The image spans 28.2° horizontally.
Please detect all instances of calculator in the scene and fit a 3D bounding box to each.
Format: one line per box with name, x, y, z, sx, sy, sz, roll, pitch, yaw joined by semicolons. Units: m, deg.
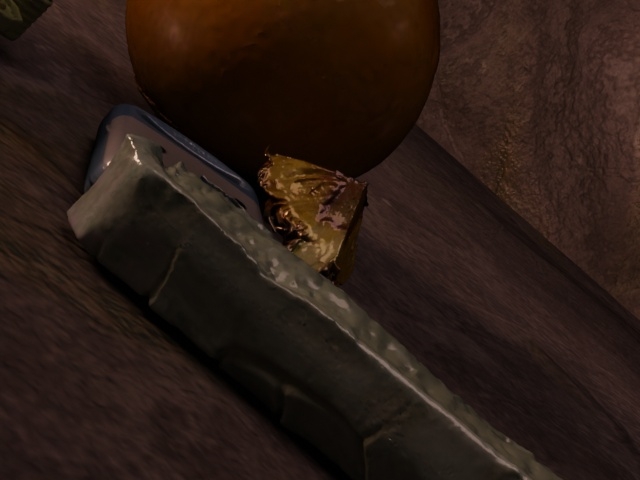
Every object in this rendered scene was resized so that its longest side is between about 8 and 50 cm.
calculator;-0.086;-0.027;0.778;0.121;0.039;0.210;37;10;-15

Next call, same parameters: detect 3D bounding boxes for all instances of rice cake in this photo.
rice cake;0.014;0.072;0.623;0.336;0.066;0.063;39;11;10

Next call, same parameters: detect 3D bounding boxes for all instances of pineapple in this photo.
pineapple;0.000;0.000;0.858;0.114;0.077;0.114;-82;149;-51

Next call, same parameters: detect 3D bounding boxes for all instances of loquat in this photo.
loquat;-0.031;-0.163;1.029;0.263;0.263;0.263;37;11;-8

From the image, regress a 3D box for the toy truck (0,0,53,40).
toy truck;-0.230;-0.180;0.827;0.116;0.085;0.191;44;11;-19
